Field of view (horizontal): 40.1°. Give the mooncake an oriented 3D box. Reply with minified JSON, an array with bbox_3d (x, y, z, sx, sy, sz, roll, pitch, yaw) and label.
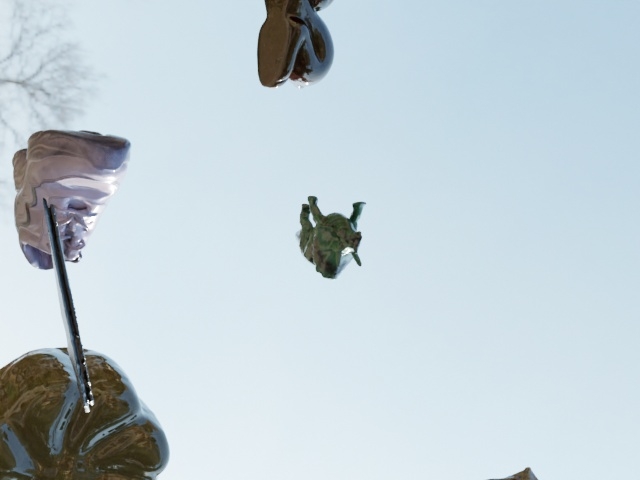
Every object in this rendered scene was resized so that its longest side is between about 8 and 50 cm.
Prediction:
[{"bbox_3d":[-0.449,0.379,1.498,0.201,0.378,0.378,12,-85,59],"label":"mooncake"}]

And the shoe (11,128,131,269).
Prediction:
[{"bbox_3d":[-0.275,-0.042,0.952,0.245,0.095,0.137,-9,-95,56],"label":"shoe"}]

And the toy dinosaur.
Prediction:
[{"bbox_3d":[0.002,-0.017,1.344,0.292,0.079,0.120,-144,-121,-67],"label":"toy dinosaur"}]

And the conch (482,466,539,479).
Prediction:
[{"bbox_3d":[0.256,0.382,1.078,0.245,0.163,0.178,40,-34,50],"label":"conch"}]

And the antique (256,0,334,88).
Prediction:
[{"bbox_3d":[-0.032,-0.417,1.672,0.121,0.143,0.257,22,-68,49],"label":"antique"}]

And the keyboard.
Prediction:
[{"bbox_3d":[-0.234,0.060,0.816,0.074,0.015,0.196,138,-61,-67],"label":"keyboard"}]
